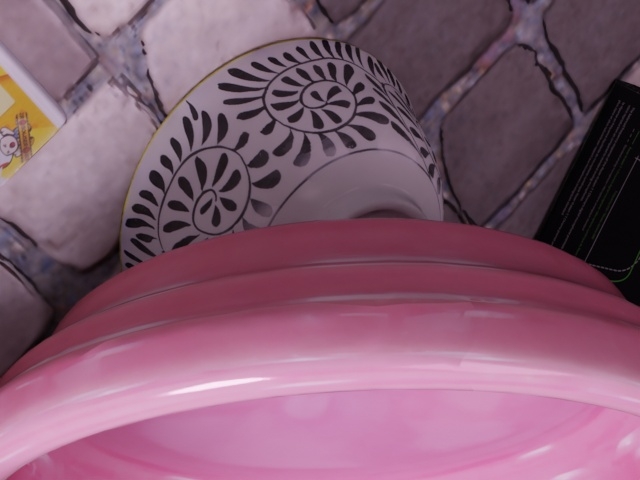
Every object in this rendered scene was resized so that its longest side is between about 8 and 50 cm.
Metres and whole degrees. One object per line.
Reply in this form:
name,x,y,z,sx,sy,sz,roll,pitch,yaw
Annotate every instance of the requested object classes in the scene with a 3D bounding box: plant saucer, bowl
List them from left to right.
bowl,0.000,0.000,0.697,0.170,0.080,0.170,-18,124,-28
plant saucer,0.011,0.083,0.650,0.332,0.084,0.332,-2,153,-1

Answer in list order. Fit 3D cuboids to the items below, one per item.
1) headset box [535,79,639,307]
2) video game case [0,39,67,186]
headset box,0.298,0.048,0.813,0.246,0.283,0.131,14,105,-42
video game case,-0.230,-0.046,0.534,0.206,0.026,0.227,-45,132,-7
